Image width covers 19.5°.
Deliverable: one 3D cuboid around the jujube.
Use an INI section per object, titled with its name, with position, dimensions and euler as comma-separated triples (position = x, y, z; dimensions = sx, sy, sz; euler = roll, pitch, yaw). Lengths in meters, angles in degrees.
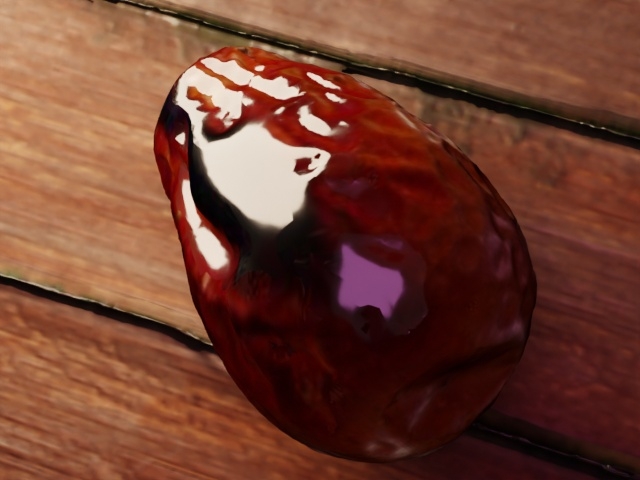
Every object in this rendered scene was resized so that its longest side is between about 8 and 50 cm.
[jujube]
position = 0.000, 0.000, 0.927
dimensions = 0.168, 0.168, 0.236
euler = -43, 59, 1
